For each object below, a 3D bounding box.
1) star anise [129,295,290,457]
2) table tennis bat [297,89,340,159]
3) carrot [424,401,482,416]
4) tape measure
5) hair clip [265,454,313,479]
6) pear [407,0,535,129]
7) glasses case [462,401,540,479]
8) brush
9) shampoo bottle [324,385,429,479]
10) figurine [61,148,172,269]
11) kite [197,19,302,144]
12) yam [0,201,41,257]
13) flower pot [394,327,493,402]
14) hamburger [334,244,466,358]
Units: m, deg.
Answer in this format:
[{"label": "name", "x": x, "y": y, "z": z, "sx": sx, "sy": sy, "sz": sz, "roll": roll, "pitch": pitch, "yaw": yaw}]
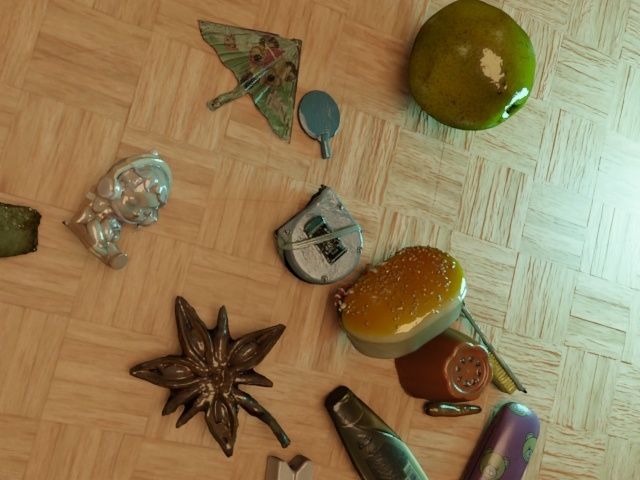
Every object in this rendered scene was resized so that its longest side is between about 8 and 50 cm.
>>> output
[{"label": "star anise", "x": -0.207, "y": 0.280, "z": 1.357, "sx": 0.349, "sy": 0.109, "sz": 0.293, "roll": 14, "pitch": 90, "yaw": -10}, {"label": "table tennis bat", "x": 0.001, "y": -0.260, "z": 1.501, "sx": 0.100, "sy": 0.019, "sz": 0.155, "roll": -13, "pitch": 92, "yaw": -22}, {"label": "carrot", "x": 0.319, "y": 0.406, "z": 1.599, "sx": 0.165, "sy": 0.035, "sz": 0.036, "roll": 9, "pitch": 85, "yaw": -23}, {"label": "tape measure", "x": 0.003, "y": 0.004, "z": 1.448, "sx": 0.181, "sy": 0.107, "sz": 0.182, "roll": 46, "pitch": 71, "yaw": -7}, {"label": "hair clip", "x": -0.074, "y": 0.625, "z": 1.408, "sx": 0.101, "sy": 0.085, "sz": 0.331, "roll": 8, "pitch": 84, "yaw": -23}, {"label": "pear", "x": 0.343, "y": -0.384, "z": 1.508, "sx": 0.294, "sy": 0.294, "sz": 0.295, "roll": 1, "pitch": 88, "yaw": -22}, {"label": "glasses case", "x": 0.429, "y": 0.543, "z": 1.615, "sx": 0.123, "sy": 0.075, "sz": 0.317, "roll": 34, "pitch": 77, "yaw": -17}, {"label": "brush", "x": 0.398, "y": 0.269, "z": 1.627, "sx": 0.060, "sy": 0.068, "sz": 0.297, "roll": -36, "pitch": 98, "yaw": 3}, {"label": "shampoo bottle", "x": 0.130, "y": 0.479, "z": 1.495, "sx": 0.125, "sy": 0.084, "sz": 0.350, "roll": -40, "pitch": 102, "yaw": -20}, {"label": "figurine", "x": -0.368, "y": -0.070, "z": 1.280, "sx": 0.141, "sy": 0.163, "sz": 0.237, "roll": 30, "pitch": 72, "yaw": 25}, {"label": "kite", "x": -0.138, "y": -0.362, "z": 1.451, "sx": 0.267, "sy": 0.013, "sz": 0.323, "roll": -43, "pitch": 101, "yaw": -18}, {"label": "yam", "x": -0.643, "y": -0.026, "z": 1.196, "sx": 0.259, "sy": 0.106, "sz": 0.106, "roll": 7, "pitch": 86, "yaw": -20}, {"label": "flower pot", "x": 0.288, "y": 0.282, "z": 1.518, "sx": 0.190, "sy": 0.173, "sz": 0.191, "roll": 2, "pitch": 86, "yaw": -21}, {"label": "hamburger", "x": 0.175, "y": 0.128, "z": 1.453, "sx": 0.295, "sy": 0.227, "sz": 0.152, "roll": -28, "pitch": 122, "yaw": -23}]
